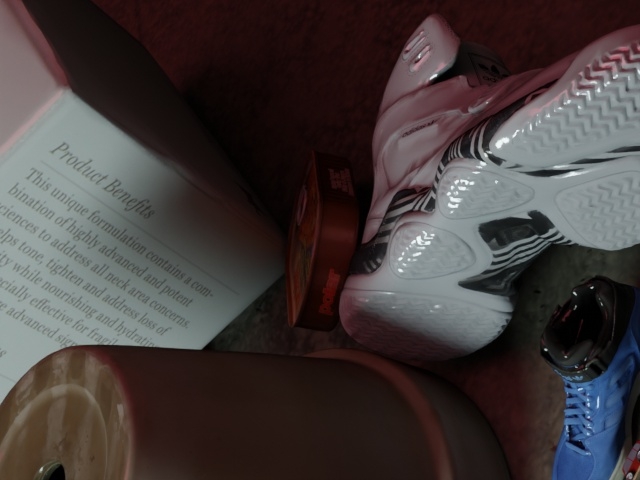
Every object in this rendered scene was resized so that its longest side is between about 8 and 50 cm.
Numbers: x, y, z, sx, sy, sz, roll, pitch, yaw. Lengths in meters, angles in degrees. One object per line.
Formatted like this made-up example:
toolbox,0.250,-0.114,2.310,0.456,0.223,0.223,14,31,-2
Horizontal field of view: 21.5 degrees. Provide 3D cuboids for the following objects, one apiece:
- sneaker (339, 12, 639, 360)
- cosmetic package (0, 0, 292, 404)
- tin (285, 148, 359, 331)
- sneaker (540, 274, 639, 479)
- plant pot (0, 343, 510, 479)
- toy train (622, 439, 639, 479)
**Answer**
sneaker,0.129,-0.080,1.112,0.366,0.137,0.210,-46,30,51
cosmetic package,-0.306,-0.015,1.387,0.394,0.329,0.327,-42,53,7
tin,0.000,0.000,1.293,0.189,0.040,0.106,-96,22,-66
sneaker,0.165,0.096,1.071,0.058,0.084,0.152,22,88,52
plant pot,-0.078,0.202,1.142,0.323,0.280,0.323,-26,52,40
toy train,0.206,0.143,1.047,0.158,0.027,0.036,-64,27,2
